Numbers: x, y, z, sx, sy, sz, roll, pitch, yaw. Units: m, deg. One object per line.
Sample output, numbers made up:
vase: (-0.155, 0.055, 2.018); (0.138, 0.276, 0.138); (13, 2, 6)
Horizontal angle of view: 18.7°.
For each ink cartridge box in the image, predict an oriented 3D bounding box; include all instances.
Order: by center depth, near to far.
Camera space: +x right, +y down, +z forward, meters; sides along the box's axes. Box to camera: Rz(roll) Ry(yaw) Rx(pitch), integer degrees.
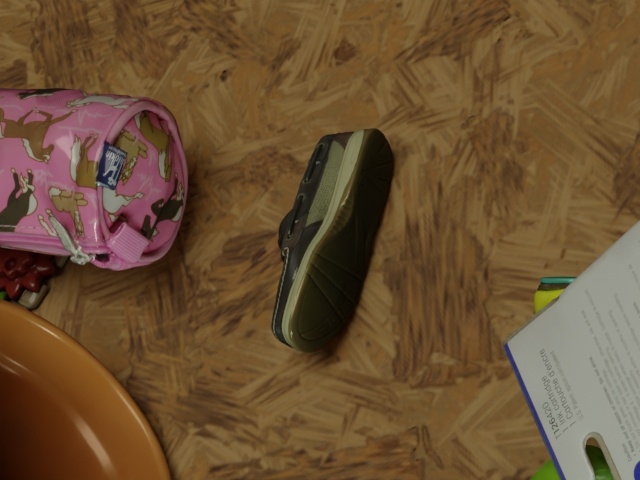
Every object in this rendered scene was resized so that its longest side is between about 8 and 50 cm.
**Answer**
ink cartridge box: (0.291, 0.115, 1.369); (0.307, 0.072, 0.303); (-49, 51, 41)

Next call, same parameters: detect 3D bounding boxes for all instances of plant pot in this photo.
plant pot: (-0.301, 0.220, 1.685); (0.203, 0.291, 0.291); (-44, 50, 23)

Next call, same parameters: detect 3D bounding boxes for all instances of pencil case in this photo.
pencil case: (-0.324, -0.066, 1.860); (0.386, 0.167, 0.160); (5, 107, 24)

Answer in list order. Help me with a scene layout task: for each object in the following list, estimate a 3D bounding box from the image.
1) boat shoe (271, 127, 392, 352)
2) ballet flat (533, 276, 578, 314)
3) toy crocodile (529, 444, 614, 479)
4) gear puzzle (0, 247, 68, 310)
boat shoe: (0.000, -0.001, 1.744); (0.073, 0.080, 0.223); (2, 61, 36)
ballet flat: (0.280, 0.060, 1.562); (0.231, 0.077, 0.077); (-6, 84, 30)
toy crocodile: (0.123, 0.299, 1.502); (0.340, 0.105, 0.115); (-55, 11, -5)
gear puzzle: (-0.354, 0.041, 1.938); (0.175, 0.044, 0.339); (25, 79, 36)
